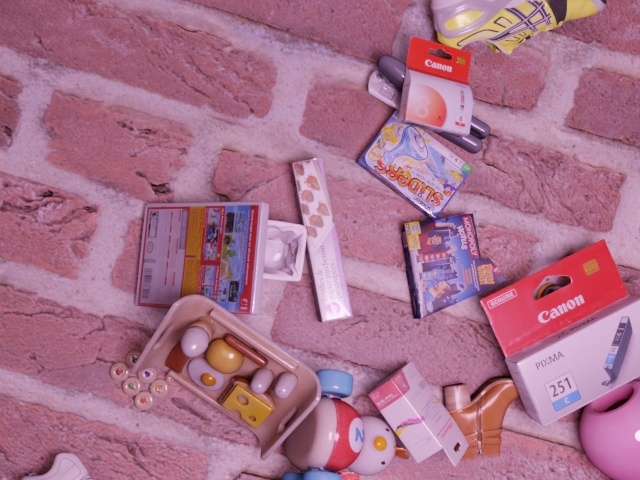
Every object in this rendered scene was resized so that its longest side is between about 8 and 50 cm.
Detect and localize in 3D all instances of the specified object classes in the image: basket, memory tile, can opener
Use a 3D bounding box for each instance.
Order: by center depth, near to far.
[{"bbox_3d":[-0.117,0.020,1.487,0.167,0.103,0.113,7,84,-5],"label":"basket"},{"bbox_3d":[-0.323,0.249,1.487,0.148,0.012,0.113,-39,90,-9],"label":"memory tile"},{"bbox_3d":[0.223,-0.274,1.566,0.280,0.093,0.074,31,81,-7],"label":"can opener"}]

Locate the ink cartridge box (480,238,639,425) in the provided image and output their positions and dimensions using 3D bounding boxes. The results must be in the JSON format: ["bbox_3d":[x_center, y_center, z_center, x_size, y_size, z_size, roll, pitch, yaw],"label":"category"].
[{"bbox_3d":[0.493,0.174,1.475,0.296,0.066,0.261,-25,95,-9],"label":"ink cartridge box"}]

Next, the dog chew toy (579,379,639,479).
[{"bbox_3d":[0.655,0.437,1.489,0.207,0.206,0.331,-36,97,-8],"label":"dog chew toy"}]

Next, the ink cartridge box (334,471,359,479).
[{"bbox_3d":[0.021,0.486,1.491,0.115,0.029,0.062,0,84,-6],"label":"ink cartridge box"}]

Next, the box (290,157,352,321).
[{"bbox_3d":[0.000,0.000,1.522,0.063,0.067,0.323,-10,85,-7],"label":"box"}]

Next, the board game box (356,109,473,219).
[{"bbox_3d":[0.194,-0.154,1.573,0.201,0.035,0.136,36,81,-2],"label":"board game box"}]

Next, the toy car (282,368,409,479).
[{"bbox_3d":[0.069,0.378,1.431,0.238,0.210,0.219,14,67,-18],"label":"toy car"}]

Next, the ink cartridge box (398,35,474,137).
[{"bbox_3d":[0.238,-0.306,1.512,0.145,0.045,0.179,10,88,-19],"label":"ink cartridge box"}]

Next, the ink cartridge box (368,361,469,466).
[{"bbox_3d":[0.191,0.344,1.464,0.067,0.115,0.198,-41,80,26],"label":"ink cartridge box"}]

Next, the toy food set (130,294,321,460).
[{"bbox_3d":[-0.176,0.257,1.387,0.306,0.092,0.219,35,124,-2],"label":"toy food set"}]

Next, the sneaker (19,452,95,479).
[{"bbox_3d":[-0.542,0.507,1.402,0.292,0.110,0.118,-36,65,-3],"label":"sneaker"}]

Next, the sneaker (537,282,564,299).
[{"bbox_3d":[0.510,0.188,1.549,0.084,0.083,0.214,-26,89,-10],"label":"sneaker"}]

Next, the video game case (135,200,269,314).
[{"bbox_3d":[-0.227,0.030,1.431,0.285,0.025,0.204,1,83,31],"label":"video game case"}]

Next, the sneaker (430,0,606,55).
[{"bbox_3d":[0.410,-0.473,1.599,0.385,0.145,0.147,-6,116,-9],"label":"sneaker"}]

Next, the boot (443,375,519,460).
[{"bbox_3d":[0.347,0.353,1.522,0.197,0.073,0.152,-10,84,5],"label":"boot"}]

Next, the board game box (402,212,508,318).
[{"bbox_3d":[0.273,0.049,1.549,0.194,0.060,0.194,-8,85,-8],"label":"board game box"}]
